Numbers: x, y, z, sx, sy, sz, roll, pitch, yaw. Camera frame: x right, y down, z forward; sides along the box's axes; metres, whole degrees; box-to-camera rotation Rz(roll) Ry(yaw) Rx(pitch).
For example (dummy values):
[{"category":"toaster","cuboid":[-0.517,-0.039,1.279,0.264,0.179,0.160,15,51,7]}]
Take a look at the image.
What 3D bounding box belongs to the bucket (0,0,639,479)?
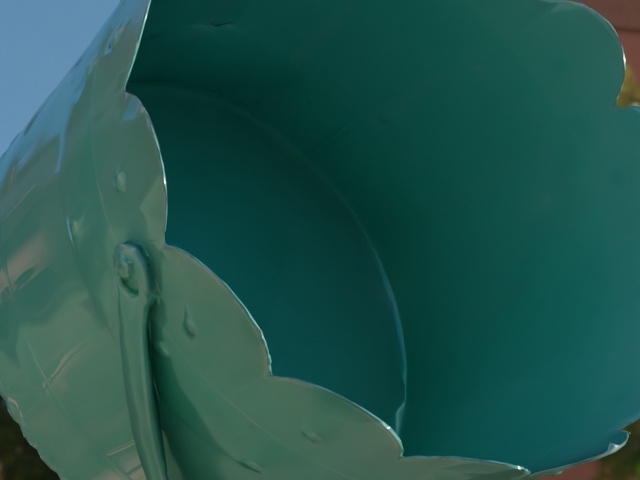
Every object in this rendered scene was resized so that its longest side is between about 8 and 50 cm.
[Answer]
[{"category":"bucket","cuboid":[0.000,0.000,0.713,0.281,0.281,0.183,24,-36,-26]}]
